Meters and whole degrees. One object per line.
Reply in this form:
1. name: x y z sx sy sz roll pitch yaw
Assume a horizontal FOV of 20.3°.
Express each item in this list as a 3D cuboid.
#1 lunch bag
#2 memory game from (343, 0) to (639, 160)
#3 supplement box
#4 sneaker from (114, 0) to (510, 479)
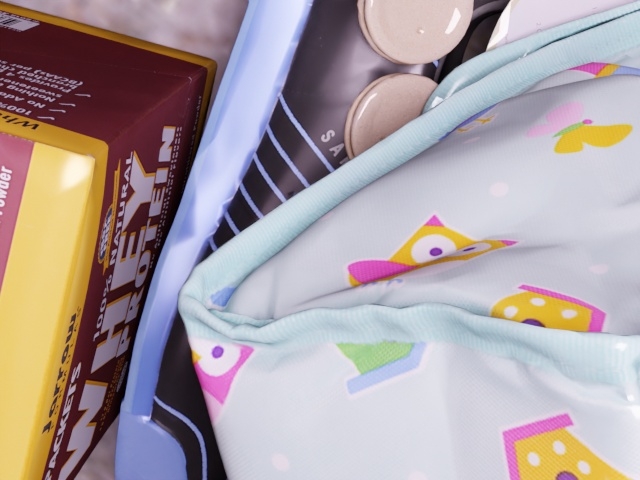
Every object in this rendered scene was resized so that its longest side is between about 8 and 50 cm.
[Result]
1. lunch bag: 0.103 0.056 0.519 0.160 0.262 0.223 1 117 35
2. memory game: 0.092 -0.052 0.581 0.186 0.012 0.186 -7 107 -22
3. supplement box: -0.152 -0.008 0.567 0.191 0.194 0.129 16 104 3
4. sneaker: 0.000 0.000 0.610 0.090 0.081 0.232 20 104 7
